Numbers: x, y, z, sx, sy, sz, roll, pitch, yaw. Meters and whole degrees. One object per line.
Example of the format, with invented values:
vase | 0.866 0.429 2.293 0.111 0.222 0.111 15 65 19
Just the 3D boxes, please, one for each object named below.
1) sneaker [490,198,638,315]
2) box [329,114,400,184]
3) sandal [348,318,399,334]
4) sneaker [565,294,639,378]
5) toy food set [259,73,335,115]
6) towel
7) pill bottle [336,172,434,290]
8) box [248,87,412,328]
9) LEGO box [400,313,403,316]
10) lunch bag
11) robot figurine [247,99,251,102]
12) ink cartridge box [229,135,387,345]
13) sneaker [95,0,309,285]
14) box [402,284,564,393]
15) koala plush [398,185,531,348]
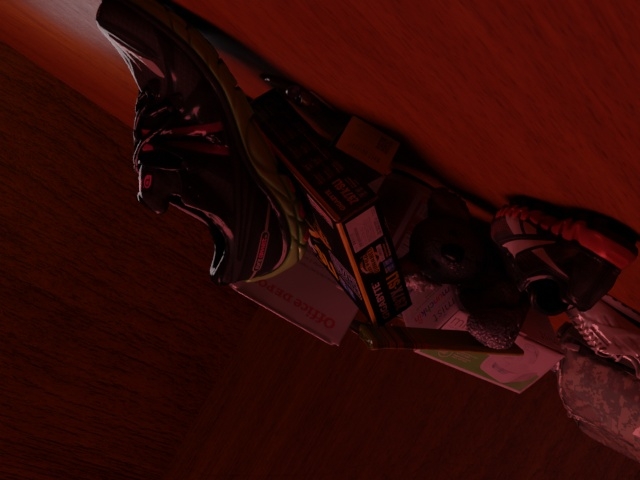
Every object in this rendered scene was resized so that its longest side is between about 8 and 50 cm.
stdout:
sneaker | 0.295 0.025 1.419 0.097 0.135 0.276 29 178 -24
box | 0.058 -0.133 1.649 0.087 0.058 0.232 30 175 -3
sandal | 0.148 0.190 2.344 0.219 0.060 0.090 13 -171 -23
sneaker | 0.486 0.146 1.854 0.235 0.095 0.090 31 178 6
toy food set | -0.035 -0.212 1.594 0.078 0.019 0.122 33 175 -41
towel | 0.182 0.156 1.630 0.237 0.021 0.102 4 -169 -9
pill bottle | 0.117 0.005 1.796 0.121 0.216 0.121 29 177 1
box | 0.007 -0.051 1.650 0.322 0.079 0.257 50 169 41
LEGO box | 0.084 0.015 2.331 0.372 0.193 0.500 32 175 -35
lunch bag | 0.595 0.275 1.984 0.305 0.212 0.256 26 161 39
robot figurine | -0.129 -0.212 1.910 0.115 0.067 0.101 31 164 -17
ink cartridge box | 0.000 0.000 1.919 0.223 0.307 0.129 31 175 -10
sneaker | -0.197 -0.145 1.556 0.483 0.202 0.185 60 169 -7
box | 0.271 0.114 1.876 0.262 0.127 0.231 24 -146 -32
koala plush | 0.232 0.035 1.656 0.221 0.196 0.203 25 -174 10
